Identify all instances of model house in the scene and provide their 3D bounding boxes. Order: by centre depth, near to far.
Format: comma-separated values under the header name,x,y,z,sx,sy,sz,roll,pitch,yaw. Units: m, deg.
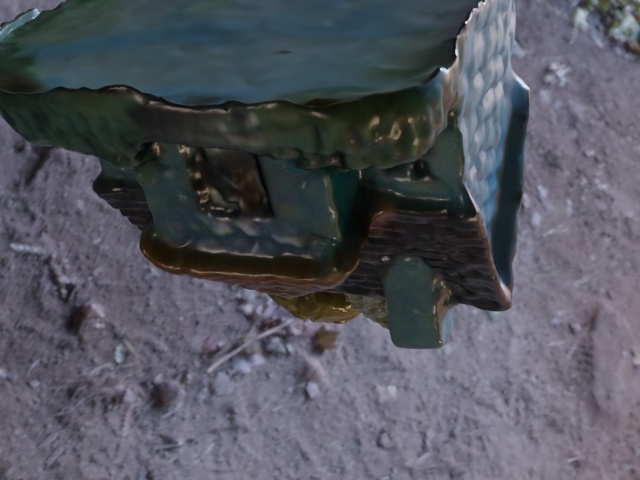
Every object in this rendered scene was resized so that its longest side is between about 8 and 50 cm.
name,x,y,z,sx,sy,sz,roll,pitch,yaw
model house,-0.026,-0.032,0.630,0.226,0.261,0.241,-58,147,-49

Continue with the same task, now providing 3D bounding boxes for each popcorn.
name,x,y,z,sx,sy,sz,roll,pitch,yaw
popcorn,0.000,0.000,1.388,0.212,0.197,0.198,39,47,24

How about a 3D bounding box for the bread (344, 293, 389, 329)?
name,x,y,z,sx,sy,sz,roll,pitch,yaw
bread,0.063,-0.007,0.788,0.064,0.232,0.172,26,35,18
